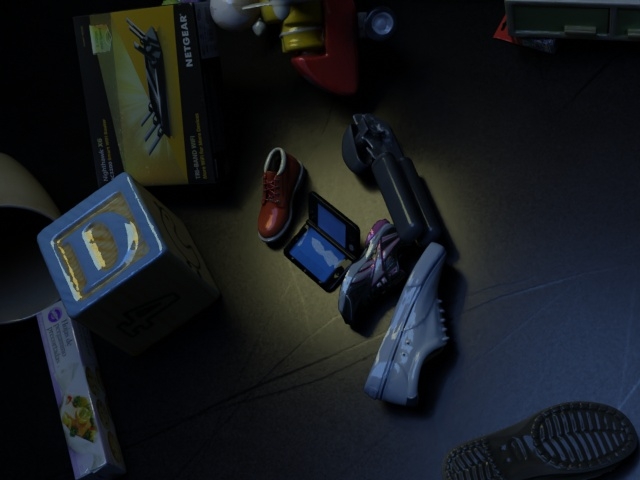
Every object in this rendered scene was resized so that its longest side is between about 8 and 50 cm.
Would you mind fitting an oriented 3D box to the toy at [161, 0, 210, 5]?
[{"bbox_3d":[-0.268,-0.427,2.096,0.136,0.056,0.237,11,71,26],"label":"toy"}]

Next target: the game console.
[{"bbox_3d":[0.000,0.000,1.766,0.071,0.107,0.122,-31,53,-28],"label":"game console"}]

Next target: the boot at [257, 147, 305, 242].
[{"bbox_3d":[-0.079,-0.077,1.829,0.059,0.084,0.158,7,71,24],"label":"boot"}]

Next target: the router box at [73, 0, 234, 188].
[{"bbox_3d":[-0.290,-0.251,1.908,0.242,0.081,0.309,-2,102,24],"label":"router box"}]

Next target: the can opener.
[{"bbox_3d":[0.107,-0.094,1.764,0.095,0.076,0.283,-49,44,35],"label":"can opener"}]

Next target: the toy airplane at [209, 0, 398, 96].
[{"bbox_3d":[-0.069,-0.454,1.828,0.272,0.386,0.384,-26,57,-5],"label":"toy airplane"}]

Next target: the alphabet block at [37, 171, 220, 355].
[{"bbox_3d":[-0.316,0.043,1.805,0.193,0.197,0.192,-33,58,6],"label":"alphabet block"}]

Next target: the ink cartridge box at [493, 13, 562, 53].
[{"bbox_3d":[0.347,-0.354,1.809,0.115,0.029,0.063,22,75,29],"label":"ink cartridge box"}]

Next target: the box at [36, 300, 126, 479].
[{"bbox_3d":[-0.400,0.250,1.819,0.063,0.067,0.324,-28,57,8],"label":"box"}]

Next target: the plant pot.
[{"bbox_3d":[-0.580,-0.034,1.950,0.256,0.256,0.274,-34,41,5],"label":"plant pot"}]

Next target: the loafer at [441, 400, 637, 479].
[{"bbox_3d":[0.294,0.292,1.487,0.268,0.092,0.102,-13,62,-1],"label":"loafer"}]

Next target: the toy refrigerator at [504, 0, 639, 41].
[{"bbox_3d":[0.430,-0.374,1.715,0.269,0.102,0.094,5,68,15],"label":"toy refrigerator"}]

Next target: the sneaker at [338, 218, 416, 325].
[{"bbox_3d":[0.091,0.054,1.701,0.077,0.072,0.178,22,79,23],"label":"sneaker"}]

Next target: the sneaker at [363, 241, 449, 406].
[{"bbox_3d":[0.150,0.129,1.638,0.091,0.094,0.258,22,75,6],"label":"sneaker"}]
